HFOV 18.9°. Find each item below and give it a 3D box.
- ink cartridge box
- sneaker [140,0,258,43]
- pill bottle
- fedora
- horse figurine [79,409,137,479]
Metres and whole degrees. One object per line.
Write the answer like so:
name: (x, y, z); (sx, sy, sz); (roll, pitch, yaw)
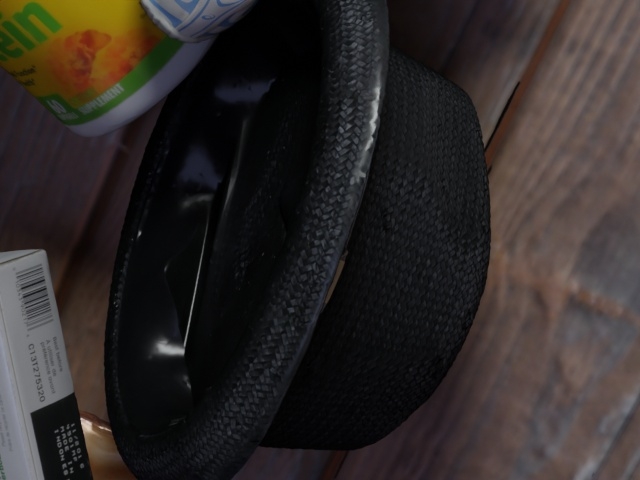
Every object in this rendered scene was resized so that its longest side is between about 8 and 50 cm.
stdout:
ink cartridge box: (-0.319, 0.111, 1.249); (0.371, 0.069, 0.175); (-6, 99, 29)
sneaker: (-0.061, -0.214, 1.080); (0.086, 0.237, 0.085); (-32, 137, 31)
pill bottle: (-0.178, -0.186, 1.104); (0.136, 0.136, 0.246); (-35, 118, 22)
fedora: (0.000, 0.000, 1.115); (0.152, 0.334, 0.334); (19, 113, -26)
horse figurine: (-0.218, 0.120, 1.282); (0.174, 0.066, 0.263); (-39, 94, 30)
